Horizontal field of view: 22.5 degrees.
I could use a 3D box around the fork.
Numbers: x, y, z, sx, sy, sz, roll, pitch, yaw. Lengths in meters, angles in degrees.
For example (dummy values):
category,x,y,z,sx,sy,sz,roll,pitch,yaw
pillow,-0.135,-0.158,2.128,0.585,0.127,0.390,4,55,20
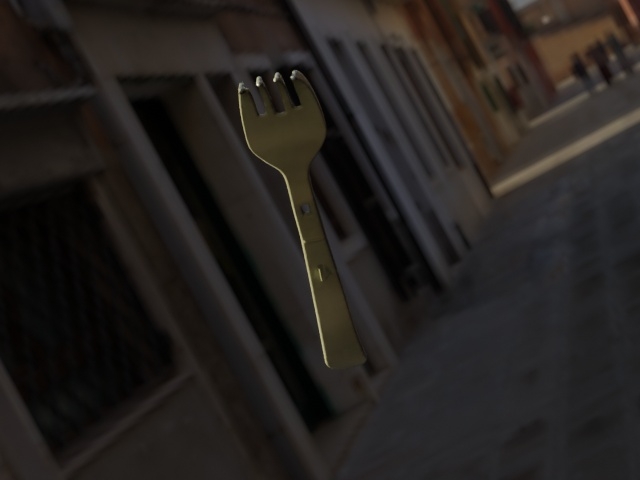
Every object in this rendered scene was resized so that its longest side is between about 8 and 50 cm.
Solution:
category,x,y,z,sx,sy,sz,roll,pitch,yaw
fork,-0.002,-0.005,0.709,0.034,0.028,0.219,-18,-38,-1
